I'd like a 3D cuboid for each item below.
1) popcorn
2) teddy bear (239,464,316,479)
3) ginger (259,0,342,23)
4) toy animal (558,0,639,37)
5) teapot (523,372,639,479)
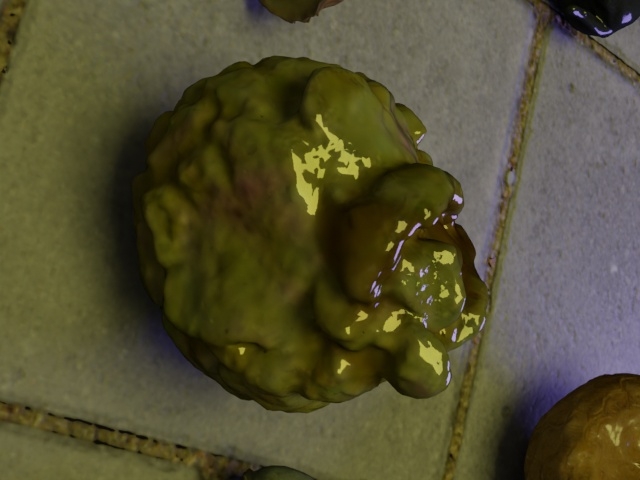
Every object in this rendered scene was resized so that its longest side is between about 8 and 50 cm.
[{"bbox_3d":[0.000,0.000,0.728,0.212,0.259,0.259,-25,106,-61],"label":"popcorn"},{"bbox_3d":[0.052,0.288,0.752,0.267,0.256,0.156,48,64,-29],"label":"teddy bear"},{"bbox_3d":[0.016,-0.331,0.831,0.190,0.126,0.354,27,74,-48],"label":"ginger"},{"bbox_3d":[0.289,-0.312,1.091,0.137,0.082,0.269,47,56,-33],"label":"toy animal"},{"bbox_3d":[0.266,0.242,1.007,0.203,0.167,0.311,45,57,9],"label":"teapot"}]
